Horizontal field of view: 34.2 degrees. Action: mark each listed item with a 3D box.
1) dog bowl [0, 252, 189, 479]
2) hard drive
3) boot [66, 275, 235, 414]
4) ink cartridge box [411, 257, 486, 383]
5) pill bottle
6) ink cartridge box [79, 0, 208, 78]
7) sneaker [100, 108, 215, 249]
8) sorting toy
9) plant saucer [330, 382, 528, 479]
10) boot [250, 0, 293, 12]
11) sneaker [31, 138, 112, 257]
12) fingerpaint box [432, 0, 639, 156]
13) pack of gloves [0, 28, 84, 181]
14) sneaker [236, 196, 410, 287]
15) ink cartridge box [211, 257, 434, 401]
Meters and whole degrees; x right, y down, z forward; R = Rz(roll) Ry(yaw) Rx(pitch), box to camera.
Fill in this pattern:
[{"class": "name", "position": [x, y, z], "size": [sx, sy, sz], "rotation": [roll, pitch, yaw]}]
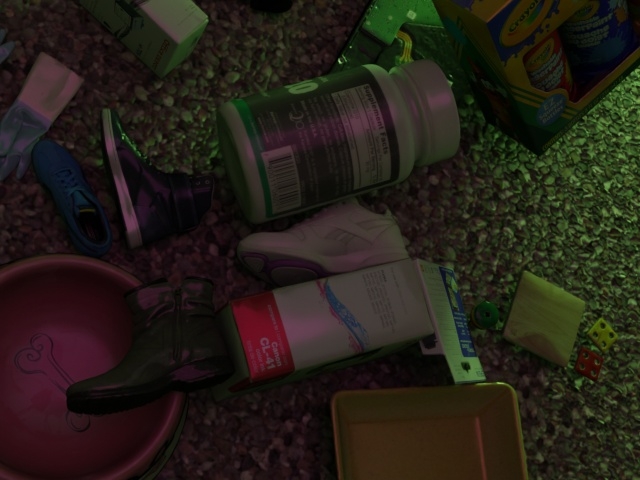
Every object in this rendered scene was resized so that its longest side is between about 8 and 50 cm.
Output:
[{"class": "dog bowl", "position": [-0.375, 0.200, 1.494], "size": [0.408, 0.150, 0.408], "rotation": [6, 71, -19]}, {"class": "hard drive", "position": [0.162, -0.332, 1.901], "size": [0.237, 0.064, 0.339], "rotation": [31, 67, -9]}, {"class": "boot", "position": [-0.248, 0.142, 1.444], "size": [0.246, 0.083, 0.161], "rotation": [-11, 70, -27]}, {"class": "ink cartridge box", "position": [0.202, 0.139, 1.710], "size": [0.045, 0.206, 0.208], "rotation": [-21, 76, 20]}, {"class": "pill bottle", "position": [0.029, -0.169, 1.692], "size": [0.361, 0.204, 0.204], "rotation": [-16, 80, -12]}, {"class": "ink cartridge box", "position": [-0.291, -0.379, 1.707], "size": [0.190, 0.139, 0.082], "rotation": [44, 63, -3]}, {"class": "sneaker", "position": [-0.258, -0.113, 1.659], "size": [0.163, 0.086, 0.226], "rotation": [-16, 89, -13]}, {"class": "sorting toy", "position": [0.396, 0.147, 1.847], "size": [0.274, 0.046, 0.132], "rotation": [27, 67, -10]}, {"class": "plant saucer", "position": [0.172, 0.404, 1.669], "size": [0.333, 0.081, 0.333], "rotation": [1, 74, -21]}, {"class": "boot", "position": [-0.139, -0.535, 1.852], "size": [0.263, 0.091, 0.229], "rotation": [17, 63, -19]}, {"class": "sneaker", "position": [-0.380, -0.072, 1.611], "size": [0.069, 0.082, 0.209], "rotation": [-26, 84, -24]}, {"class": "fingerpaint box", "position": [0.443, -0.424, 1.784], "size": [0.445, 0.371, 0.163], "rotation": [-42, 50, -5]}, {"class": "pack of gloves", "position": [-0.516, -0.214, 1.640], "size": [0.195, 0.046, 0.232], "rotation": [34, 68, -20]}, {"class": "sneaker", "position": [0.000, 0.000, 1.727], "size": [0.305, 0.114, 0.152], "rotation": [2, 64, -27]}, {"class": "ink cartridge box", "position": [-0.013, 0.140, 1.602], "size": [0.306, 0.226, 0.131], "rotation": [-11, 77, -22]}]
